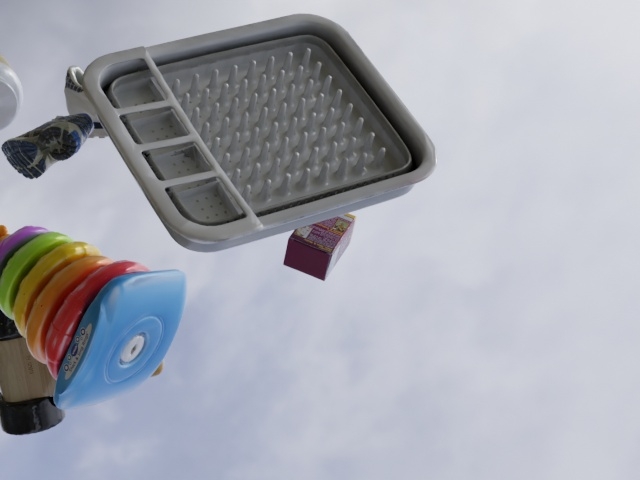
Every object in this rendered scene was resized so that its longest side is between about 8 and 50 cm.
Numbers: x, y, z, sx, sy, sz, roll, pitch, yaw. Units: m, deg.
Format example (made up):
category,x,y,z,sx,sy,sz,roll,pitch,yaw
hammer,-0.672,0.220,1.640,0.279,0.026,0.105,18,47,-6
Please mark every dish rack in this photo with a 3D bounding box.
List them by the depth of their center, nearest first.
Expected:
category,x,y,z,sx,sy,sz,roll,pitch,yaw
dish rack,-0.068,-0.113,1.574,0.285,0.333,0.072,55,-31,31

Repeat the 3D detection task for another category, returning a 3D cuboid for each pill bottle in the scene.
category,x,y,z,sx,sy,sz,roll,pitch,yaw
pill bottle,-0.464,-0.205,1.971,0.103,0.103,0.184,-56,-155,4

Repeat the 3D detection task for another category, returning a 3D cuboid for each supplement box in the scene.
category,x,y,z,sx,sy,sz,roll,pitch,yaw
supplement box,0.000,0.000,1.635,0.083,0.055,0.043,-54,163,-50

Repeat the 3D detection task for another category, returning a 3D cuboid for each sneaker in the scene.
category,x,y,z,sx,sy,sz,roll,pitch,yaw
sneaker,-0.296,-0.108,1.582,0.135,0.052,0.058,-11,-153,42
sneaker,-0.235,-0.188,1.921,0.235,0.090,0.095,0,-75,15

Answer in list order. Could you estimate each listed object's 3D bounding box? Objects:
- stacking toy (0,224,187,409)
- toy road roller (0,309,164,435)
category,x,y,z,sx,sy,sz,roll,pitch,yaw
stacking toy,-0.320,0.044,1.655,0.302,0.165,0.175,35,-71,23
toy road roller,-0.358,0.128,2.073,0.329,0.240,0.202,-124,-156,-71
